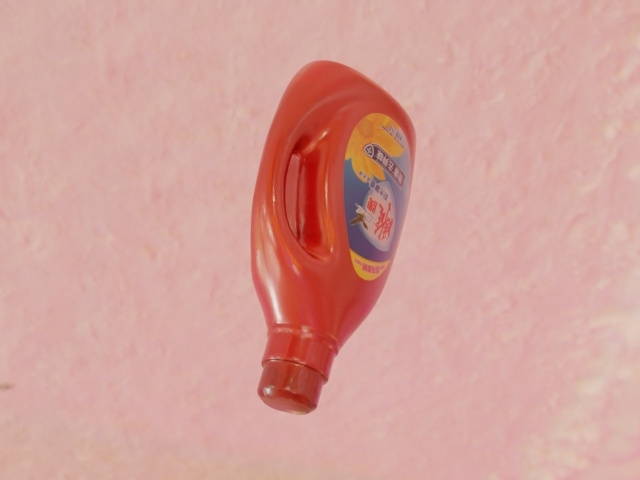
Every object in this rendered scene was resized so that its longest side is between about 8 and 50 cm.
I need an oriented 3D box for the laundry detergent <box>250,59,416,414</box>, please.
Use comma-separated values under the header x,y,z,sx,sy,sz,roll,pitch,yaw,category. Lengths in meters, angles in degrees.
x,y,z,sx,sy,sz,roll,pitch,yaw,category
0.000,0.000,0.463,0.049,0.165,0.097,-9,145,40,laundry detergent
